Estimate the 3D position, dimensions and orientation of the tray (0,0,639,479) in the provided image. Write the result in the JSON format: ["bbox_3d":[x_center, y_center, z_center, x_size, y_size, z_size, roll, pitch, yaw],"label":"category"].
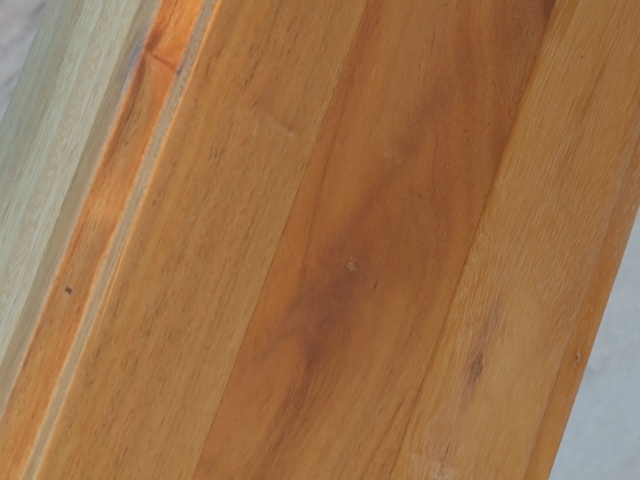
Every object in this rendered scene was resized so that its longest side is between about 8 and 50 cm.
[{"bbox_3d":[0.000,0.000,0.540,0.076,0.203,0.411,7,75,53],"label":"tray"}]
